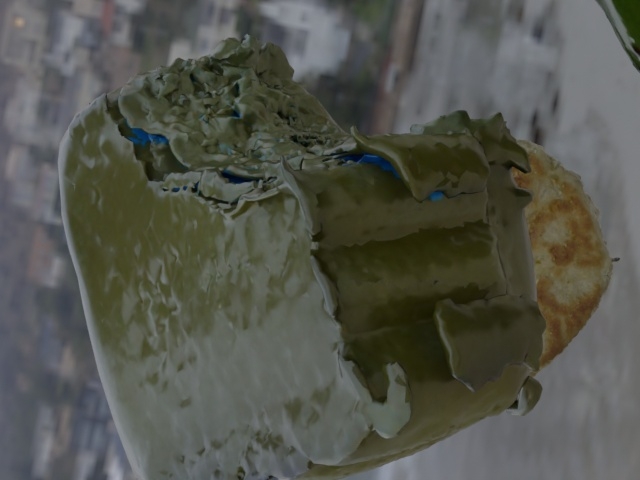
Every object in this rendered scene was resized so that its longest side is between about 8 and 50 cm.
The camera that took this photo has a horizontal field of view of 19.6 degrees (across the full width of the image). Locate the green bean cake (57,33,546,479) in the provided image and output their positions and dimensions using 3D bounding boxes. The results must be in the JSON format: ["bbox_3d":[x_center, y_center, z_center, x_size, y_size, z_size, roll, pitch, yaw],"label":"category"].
[{"bbox_3d":[0.000,0.000,1.108,0.310,0.202,0.285,-22,78,54],"label":"green bean cake"}]

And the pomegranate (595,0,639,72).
[{"bbox_3d":[0.246,-0.181,0.973,0.270,0.254,0.254,55,-141,-51],"label":"pomegranate"}]

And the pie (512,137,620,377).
[{"bbox_3d":[0.138,0.022,1.507,0.205,0.179,0.084,-41,1,-8],"label":"pie"}]
